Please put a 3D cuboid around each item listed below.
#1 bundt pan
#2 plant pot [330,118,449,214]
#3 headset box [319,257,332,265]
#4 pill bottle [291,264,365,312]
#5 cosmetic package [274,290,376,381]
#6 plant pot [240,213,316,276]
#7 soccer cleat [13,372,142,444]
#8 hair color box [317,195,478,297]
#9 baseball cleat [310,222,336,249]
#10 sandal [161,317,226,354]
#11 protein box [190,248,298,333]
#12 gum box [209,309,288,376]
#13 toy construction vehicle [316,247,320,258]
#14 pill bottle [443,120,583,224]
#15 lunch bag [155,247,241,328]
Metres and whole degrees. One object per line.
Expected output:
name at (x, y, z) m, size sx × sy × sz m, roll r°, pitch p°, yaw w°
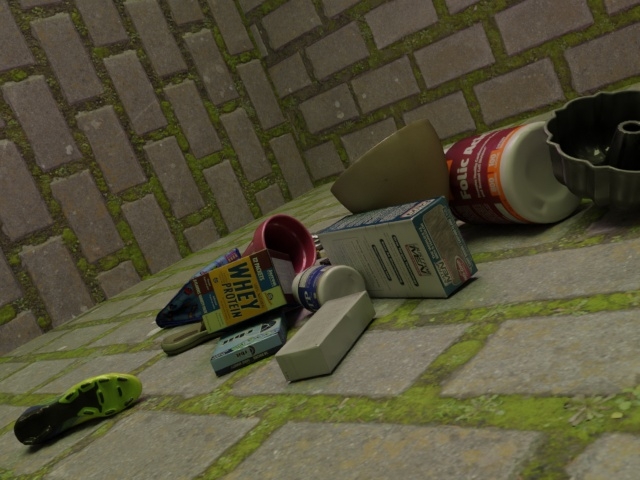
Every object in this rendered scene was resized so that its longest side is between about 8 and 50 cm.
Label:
bundt pan at (0.610, -0.172, 1.340) m, size 0.330 × 0.124 × 0.331 m, roll -7°, pitch 37°, yaw 5°
plant pot at (0.193, -0.124, 1.593) m, size 0.284 × 0.191 × 0.284 m, roll -35°, pitch -7°, yaw -5°
headset box at (0.047, 0.059, 1.945) m, size 0.083 × 0.032 × 0.062 m, roll -25°, pitch 10°, yaw -18°
pill bottle at (0.010, 0.110, 1.510) m, size 0.112 × 0.112 × 0.186 m, roll -27°, pitch 10°, yaw -23°
cosmetic package at (0.016, 0.177, 1.278) m, size 0.098 × 0.060 × 0.239 m, roll -20°, pitch 10°, yaw 31°
plant pot at (-0.141, 0.049, 2.033) m, size 0.180 × 0.201 × 0.201 m, roll -36°, pitch -1°, yaw 41°
soccer cleat at (-0.529, 0.358, 1.491) m, size 0.289 × 0.093 × 0.121 m, roll -23°, pitch 3°, yaw -3°
hair color box at (0.152, 0.024, 1.440) m, size 0.105 × 0.174 × 0.347 m, roll -33°, pitch 13°, yaw -29°
baseball cleat at (0.000, 0.000, 2.331) m, size 0.205 × 0.072 × 0.109 m, roll -20°, pitch -6°, yaw 8°
sandal at (-0.283, 0.202, 1.774) m, size 0.302 × 0.086 × 0.120 m, roll -25°, pitch 10°, yaw -9°
protein box at (-0.167, 0.124, 1.620) m, size 0.199 × 0.136 × 0.201 m, roll -22°, pitch -9°, yaw 9°
gum box at (-0.153, 0.222, 1.491) m, size 0.157 × 0.041 × 0.184 m, roll -22°, pitch 10°, yaw 4°
toy construction vehicle at (-0.041, 0.053, 2.206) m, size 0.098 × 0.035 × 0.086 m, roll -24°, pitch 20°, yaw 12°
pill bottle at (0.419, -0.149, 1.624) m, size 0.224 × 0.224 × 0.392 m, roll -27°, pitch 10°, yaw -19°
lunch bag at (-0.378, 0.171, 2.115) m, size 0.293 × 0.138 × 0.221 m, roll -27°, pitch 7°, yaw 41°
